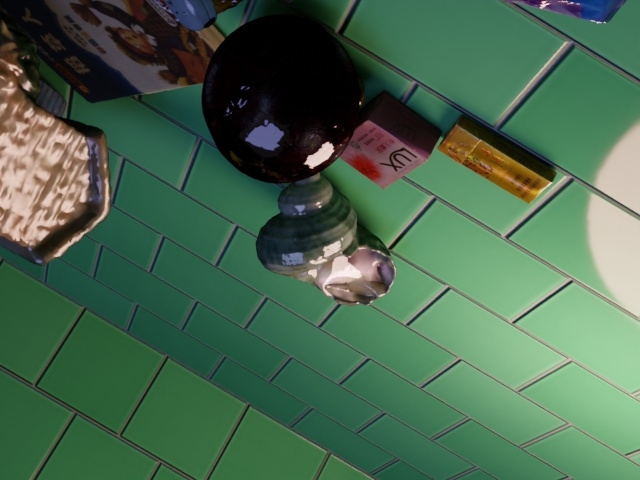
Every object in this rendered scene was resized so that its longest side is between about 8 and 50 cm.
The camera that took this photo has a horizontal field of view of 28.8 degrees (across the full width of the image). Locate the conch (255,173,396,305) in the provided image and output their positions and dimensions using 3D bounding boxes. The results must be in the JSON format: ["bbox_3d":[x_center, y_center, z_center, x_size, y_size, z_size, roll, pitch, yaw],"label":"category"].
[{"bbox_3d":[0.000,0.000,2.064,0.220,0.195,0.277,-4,120,20],"label":"conch"}]

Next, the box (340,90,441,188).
[{"bbox_3d":[0.092,-0.143,1.805,0.111,0.060,0.156,33,156,-11],"label":"box"}]

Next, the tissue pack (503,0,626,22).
[{"bbox_3d":[0.230,-0.351,1.077,0.146,0.198,0.263,20,154,24],"label":"tissue pack"}]

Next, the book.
[{"bbox_3d":[-0.340,-0.339,1.923,0.428,0.039,0.300,-2,141,49],"label":"book"}]

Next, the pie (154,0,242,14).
[{"bbox_3d":[-0.153,-0.340,1.697,0.191,0.033,0.088,-12,145,40],"label":"pie"}]

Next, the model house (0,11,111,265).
[{"bbox_3d":[-0.553,-0.169,2.083,0.445,0.395,0.400,18,167,43],"label":"model house"}]

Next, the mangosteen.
[{"bbox_3d":[-0.034,-0.189,1.699,0.228,0.228,0.265,7,-177,40],"label":"mangosteen"}]

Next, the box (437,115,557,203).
[{"bbox_3d":[0.245,-0.111,1.738,0.156,0.022,0.089,31,155,-3],"label":"box"}]

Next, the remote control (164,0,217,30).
[{"bbox_3d":[-0.220,-0.379,1.627,0.244,0.047,0.087,55,161,-10],"label":"remote control"}]

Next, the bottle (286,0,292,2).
[{"bbox_3d":[-0.123,-0.408,1.425,0.336,0.144,0.144,38,154,-20],"label":"bottle"}]
